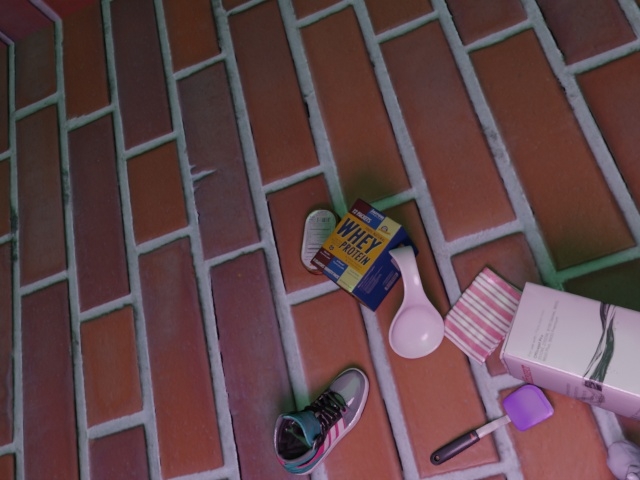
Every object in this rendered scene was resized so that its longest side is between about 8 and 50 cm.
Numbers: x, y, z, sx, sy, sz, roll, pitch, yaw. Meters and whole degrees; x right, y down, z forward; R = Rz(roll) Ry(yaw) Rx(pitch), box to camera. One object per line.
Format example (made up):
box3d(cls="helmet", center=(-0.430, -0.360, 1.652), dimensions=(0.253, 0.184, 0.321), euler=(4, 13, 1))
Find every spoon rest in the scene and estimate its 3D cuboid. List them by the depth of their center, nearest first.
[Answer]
box3d(cls="spoon rest", center=(0.214, 0.155, 1.485), dimensions=(0.137, 0.084, 0.276), euler=(-14, 108, -4))

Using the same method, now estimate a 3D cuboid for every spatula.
box3d(cls="spatula", center=(0.372, 0.423, 1.424), dimensions=(0.296, 0.030, 0.084), euler=(-32, 62, 8))

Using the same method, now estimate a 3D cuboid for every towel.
box3d(cls="towel", center=(0.387, 0.176, 1.512), dimensions=(0.144, 0.029, 0.197), euler=(39, 88, 29))

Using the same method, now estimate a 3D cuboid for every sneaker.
box3d(cls="sneaker", center=(-0.009, 0.416, 1.491), dimensions=(0.124, 0.178, 0.295), euler=(33, 84, 28))

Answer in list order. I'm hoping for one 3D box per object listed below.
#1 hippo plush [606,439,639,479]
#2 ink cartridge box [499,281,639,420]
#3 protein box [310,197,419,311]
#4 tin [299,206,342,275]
box3d(cls="hippo plush", center=(0.600, 0.543, 1.170), dimensions=(0.234, 0.294, 0.237), euler=(31, 99, 17))
box3d(cls="ink cartridge box", center=(0.584, 0.243, 1.264), dimensions=(0.395, 0.285, 0.166), euler=(16, 76, 25))
box3d(cls="protein box", center=(0.114, 0.041, 1.570), dimensions=(0.136, 0.201, 0.200), euler=(35, 86, 28))
box3d(cls="tin", center=(0.000, 0.000, 1.726), dimensions=(0.106, 0.040, 0.190), euler=(-2, 70, 25))
